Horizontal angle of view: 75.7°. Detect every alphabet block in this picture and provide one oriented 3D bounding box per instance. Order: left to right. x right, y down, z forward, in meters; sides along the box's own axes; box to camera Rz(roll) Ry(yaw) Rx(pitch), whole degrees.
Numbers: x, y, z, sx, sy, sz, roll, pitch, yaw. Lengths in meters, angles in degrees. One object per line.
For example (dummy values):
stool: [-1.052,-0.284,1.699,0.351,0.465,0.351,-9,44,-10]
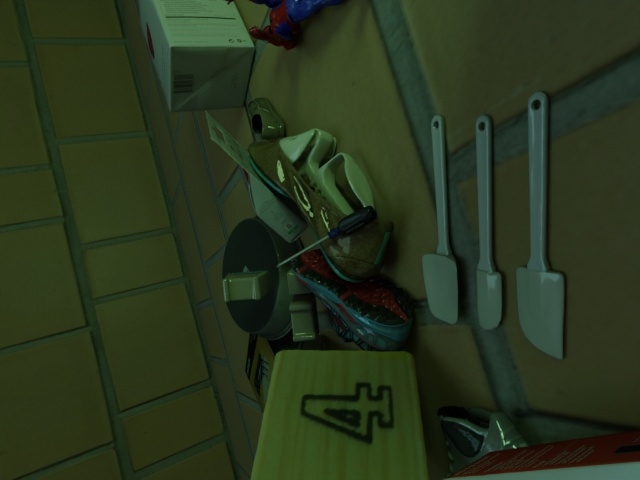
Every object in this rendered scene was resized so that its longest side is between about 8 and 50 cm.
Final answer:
alphabet block: [0.031,0.278,0.529,0.197,0.193,0.193,-82,-9,-54]

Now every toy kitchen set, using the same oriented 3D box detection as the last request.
toy kitchen set: [-0.087,0.157,0.791,0.122,0.165,0.208,-54,-42,-83]

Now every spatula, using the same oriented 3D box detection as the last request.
spatula: [0.166,-0.015,0.426,0.168,0.019,0.242,15,115,61]

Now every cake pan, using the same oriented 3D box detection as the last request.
cake pan: [-0.141,0.079,0.927,0.293,0.054,0.294,-2,88,50]

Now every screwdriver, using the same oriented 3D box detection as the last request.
screwdriver: [0.000,0.000,0.542,0.169,0.025,0.024,-28,71,25]

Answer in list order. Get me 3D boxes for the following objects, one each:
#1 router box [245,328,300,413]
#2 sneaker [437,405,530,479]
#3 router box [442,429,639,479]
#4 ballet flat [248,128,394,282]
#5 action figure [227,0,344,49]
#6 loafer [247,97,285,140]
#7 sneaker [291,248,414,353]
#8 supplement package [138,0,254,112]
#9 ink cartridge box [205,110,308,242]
router box: [-0.105,0.347,1.046,0.243,0.080,0.309,55,146,36]
sneaker: [0.172,0.273,0.493,0.132,0.086,0.229,62,140,36]
router box: [0.258,0.281,0.215,0.301,0.082,0.336,-43,57,47]
ballet flat: [0.000,-0.091,0.632,0.342,0.116,0.124,54,125,37]
action figure: [-0.060,-0.346,0.590,0.280,0.138,0.092,6,106,64]
loafer: [-0.120,-0.248,0.835,0.148,0.050,0.056,49,142,42]
sneaker: [0.032,0.101,0.645,0.262,0.104,0.125,37,136,52]
supplement package: [-0.287,-0.461,0.922,0.293,0.175,0.178,66,152,21]
ink cartridge box: [-0.130,-0.113,0.734,0.056,0.224,0.181,-44,33,9]
